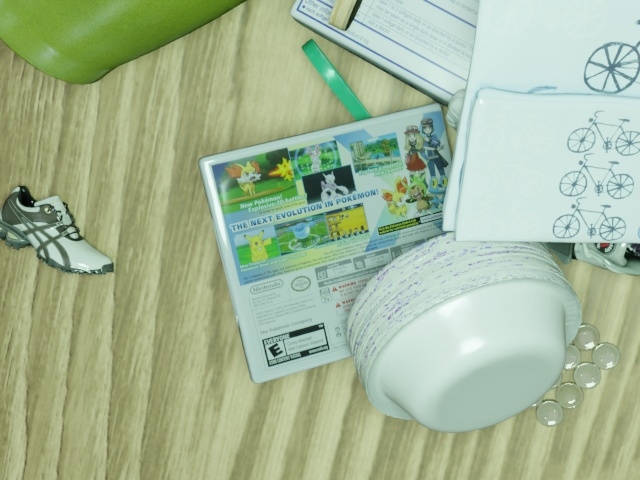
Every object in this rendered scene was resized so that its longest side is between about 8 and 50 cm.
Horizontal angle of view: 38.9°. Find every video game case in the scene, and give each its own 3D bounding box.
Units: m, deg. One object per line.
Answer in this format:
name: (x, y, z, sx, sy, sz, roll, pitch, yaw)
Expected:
video game case: (0.033, 0.001, 1.190, 0.328, 0.036, 0.300, -15, 99, -12)

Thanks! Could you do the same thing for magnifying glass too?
magnifying glass: (0.052, -0.176, 1.230, 0.026, 0.092, 0.231, -36, 98, 8)

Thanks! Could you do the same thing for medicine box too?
medicine box: (0.152, -0.345, 1.154, 0.263, 0.149, 0.289, 30, 100, 7)

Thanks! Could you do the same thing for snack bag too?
snack bag: (0.311, -0.152, 0.978, 0.322, 0.037, 0.343, 2, 116, -7)

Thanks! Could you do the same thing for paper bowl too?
paper bowl: (0.183, 0.128, 1.116, 0.284, 0.284, 0.148, -33, 50, 12)

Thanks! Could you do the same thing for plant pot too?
plant pot: (-0.255, -0.393, 1.153, 0.353, 0.366, 0.367, -33, 88, 24)

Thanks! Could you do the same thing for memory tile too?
memory tile: (0.324, 0.172, 1.239, 0.113, 0.012, 0.148, 42, 101, 5)

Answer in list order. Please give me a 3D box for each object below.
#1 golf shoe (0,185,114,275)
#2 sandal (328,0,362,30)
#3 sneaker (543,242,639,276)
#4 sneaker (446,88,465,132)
golf shoe: (-0.386, -0.014, 1.331, 0.198, 0.077, 0.094, 24, 99, 7)
sandal: (0.043, -0.371, 1.053, 0.079, 0.088, 0.240, 25, 105, 2)
sneaker: (0.341, -0.029, 1.144, 0.330, 0.146, 0.123, 15, 106, 10)
sneaker: (0.237, -0.163, 1.081, 0.090, 0.232, 0.115, 25, 102, 42)
